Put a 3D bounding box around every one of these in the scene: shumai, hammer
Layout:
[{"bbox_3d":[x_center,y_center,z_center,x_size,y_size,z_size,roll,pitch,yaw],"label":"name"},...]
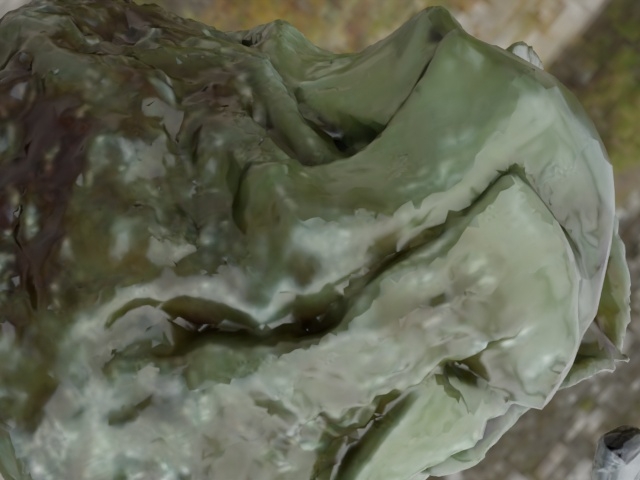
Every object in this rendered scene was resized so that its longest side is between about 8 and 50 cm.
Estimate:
[{"bbox_3d":[0.000,0.000,1.003,0.348,0.395,0.395,-20,-177,25],"label":"shumai"},{"bbox_3d":[0.202,0.329,1.415,0.152,0.044,0.427,-13,121,-43],"label":"hammer"}]
